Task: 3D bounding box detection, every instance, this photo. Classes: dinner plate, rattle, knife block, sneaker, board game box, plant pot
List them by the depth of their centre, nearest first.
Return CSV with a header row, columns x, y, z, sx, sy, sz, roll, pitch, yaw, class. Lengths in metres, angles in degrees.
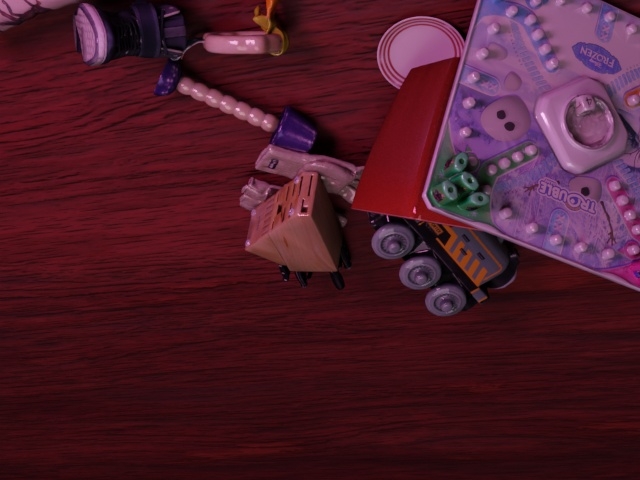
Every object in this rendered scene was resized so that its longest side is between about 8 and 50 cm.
x,y,z,sx,sy,sz,roll,pitch,yaw,class
0.368,-0.163,1.166,0.390,0.390,0.050,20,165,-12,board game box
-0.269,-0.301,1.232,0.163,0.226,0.086,-4,109,-18,sneaker
0.227,-0.135,1.275,0.267,0.267,0.236,9,92,-17,plant pot
-0.147,-0.347,1.305,0.199,0.130,0.143,14,129,34,rattle
0.160,-0.293,1.339,0.141,0.017,0.141,4,133,5,dinner plate
0.000,0.000,1.547,0.242,0.088,0.275,21,150,-25,knife block

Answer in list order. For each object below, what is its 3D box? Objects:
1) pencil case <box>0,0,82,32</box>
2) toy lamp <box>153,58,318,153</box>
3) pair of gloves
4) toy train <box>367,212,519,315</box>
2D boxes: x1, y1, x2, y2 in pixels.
x,y,z,sx,sy,sz,roll,pitch,yaw,class
-0.417,-0.403,1.221,0.410,0.183,0.160,-12,122,23,pencil case
-0.136,-0.221,1.417,0.274,0.080,0.080,24,133,-12,toy lamp
-0.031,-0.092,1.518,0.204,0.042,0.240,15,152,-11,pair of gloves
0.221,-0.001,1.536,0.190,0.142,0.334,-31,123,21,toy train
